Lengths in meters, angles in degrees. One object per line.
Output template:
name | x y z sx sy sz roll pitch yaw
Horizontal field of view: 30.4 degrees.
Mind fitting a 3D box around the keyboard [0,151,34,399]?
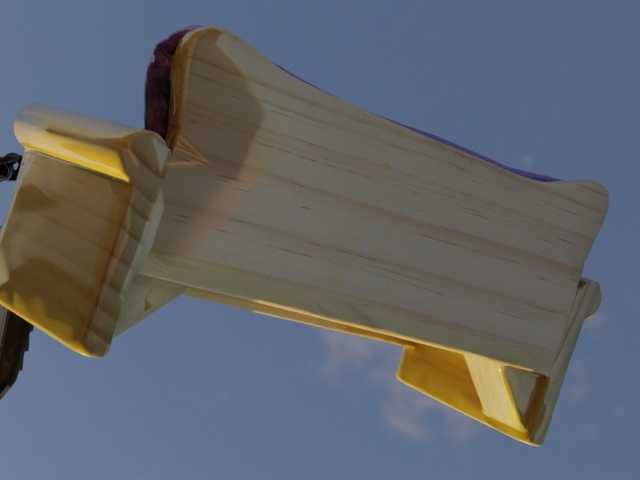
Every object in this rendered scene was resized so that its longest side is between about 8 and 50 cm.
keyboard | -0.262 0.028 0.871 0.317 0.033 0.202 -13 -114 55

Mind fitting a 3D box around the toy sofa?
toy sofa | 0.000 0.000 0.722 0.150 0.362 0.177 18 -88 54
